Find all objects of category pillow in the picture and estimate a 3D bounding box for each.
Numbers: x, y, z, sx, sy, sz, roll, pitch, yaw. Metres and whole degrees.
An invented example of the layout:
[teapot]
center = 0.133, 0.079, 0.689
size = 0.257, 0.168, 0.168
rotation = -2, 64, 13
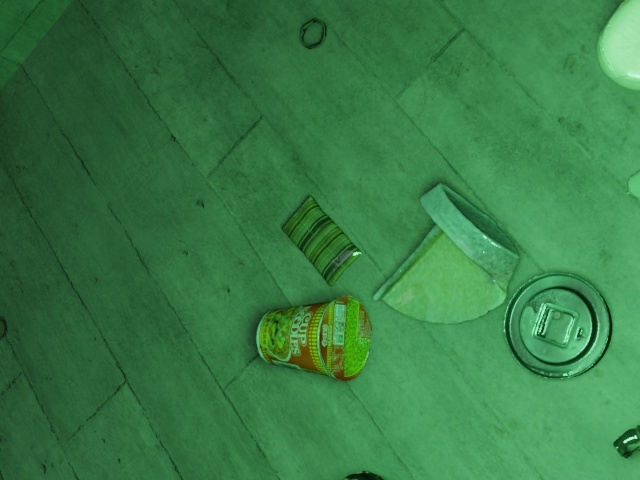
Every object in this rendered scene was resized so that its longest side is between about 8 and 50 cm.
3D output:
[pillow]
center = 0.000, 0.000, 2.286
size = 0.113, 0.038, 0.203
rotation = -49, 61, 14

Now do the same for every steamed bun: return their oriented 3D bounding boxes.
[steamed bun]
center = 0.650, -0.398, 1.916
size = 0.177, 0.131, 0.228
rotation = 41, 101, 20

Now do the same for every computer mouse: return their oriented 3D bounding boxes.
[computer mouse]
center = 0.649, -0.119, 1.924
size = 0.110, 0.032, 0.056
rotation = -37, 63, 31

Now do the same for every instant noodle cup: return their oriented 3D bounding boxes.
[instant noodle cup]
center = -0.023, 0.217, 2.190
size = 0.212, 0.193, 0.193
rotation = -3, 79, 40

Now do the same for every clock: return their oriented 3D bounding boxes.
[clock]
center = 0.476, 0.172, 1.966
size = 0.215, 0.042, 0.215
rotation = -6, 77, 30

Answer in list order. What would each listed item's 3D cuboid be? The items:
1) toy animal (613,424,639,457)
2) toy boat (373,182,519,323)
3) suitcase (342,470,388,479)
[toy animal]
center = 0.689, 0.450, 1.753
size = 0.343, 0.106, 0.168
rotation = 42, 96, 24
[toy boat]
center = 0.285, 0.054, 2.079
size = 0.276, 0.111, 0.293
rotation = 30, 109, 31
[suitcase]
center = 0.055, 0.658, 2.034
size = 0.351, 0.194, 0.339
rotation = -54, 50, 12
